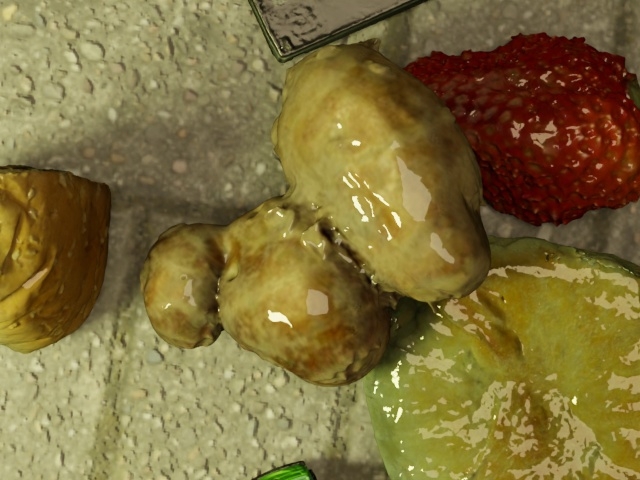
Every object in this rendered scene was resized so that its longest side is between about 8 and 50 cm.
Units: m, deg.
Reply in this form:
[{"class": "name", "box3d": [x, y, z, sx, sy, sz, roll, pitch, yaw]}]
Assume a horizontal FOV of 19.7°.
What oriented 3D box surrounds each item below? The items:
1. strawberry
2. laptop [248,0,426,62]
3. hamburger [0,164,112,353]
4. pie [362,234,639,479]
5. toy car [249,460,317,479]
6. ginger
[{"class": "strawberry", "box3d": [0.188, -0.098, 1.571, 0.236, 0.107, 0.175, -12, 87, -7]}, {"class": "laptop", "box3d": [0.025, -0.263, 1.603, 0.207, 0.026, 0.154, -24, 90, -7]}, {"class": "hamburger", "box3d": [-0.235, 0.007, 1.465, 0.135, 0.208, 0.155, -4, 82, -4]}, {"class": "pie", "box3d": [0.183, 0.135, 1.557, 0.306, 0.071, 0.306, 0, 98, -1]}, {"class": "toy car", "box3d": [-0.010, 0.271, 1.547, 0.071, 0.062, 0.165, -22, 89, -8]}, {"class": "ginger", "box3d": [0.000, 0.000, 1.505, 0.304, 0.155, 0.244, -46, 76, 6]}]
